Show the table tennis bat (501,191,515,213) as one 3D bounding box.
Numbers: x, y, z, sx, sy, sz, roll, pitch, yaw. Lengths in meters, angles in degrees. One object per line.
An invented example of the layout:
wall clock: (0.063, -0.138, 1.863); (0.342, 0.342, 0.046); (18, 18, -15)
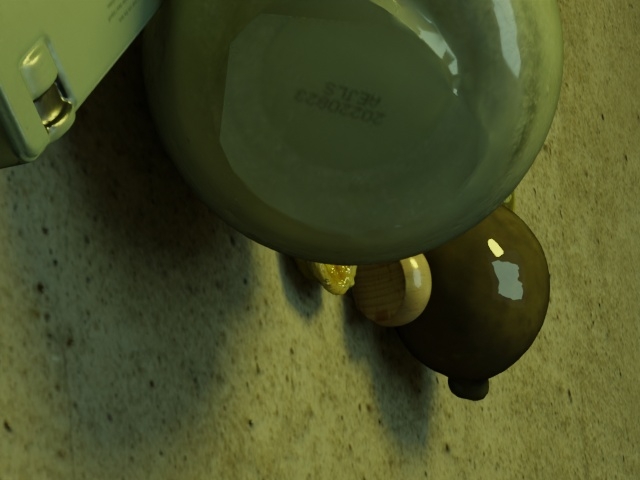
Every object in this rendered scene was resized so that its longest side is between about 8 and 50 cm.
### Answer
table tennis bat: (0.175, -0.040, 2.028); (0.224, 0.054, 0.369); (33, 48, -58)

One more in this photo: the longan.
longan: (0.146, 0.059, 1.798); (0.185, 0.159, 0.204); (-51, 141, -71)

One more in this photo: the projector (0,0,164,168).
projector: (-0.208, -0.175, 1.171); (0.192, 0.099, 0.257); (67, 26, -25)

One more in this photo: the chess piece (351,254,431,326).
chess piece: (0.066, 0.039, 1.716); (0.038, 0.083, 0.084); (-1, 81, -44)

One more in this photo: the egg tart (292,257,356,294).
egg tart: (0.000, 0.000, 1.636); (0.105, 0.039, 0.105); (-10, 90, -66)

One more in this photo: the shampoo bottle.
shampoo bottle: (0.024, -0.140, 1.381); (0.317, 0.322, 0.322); (-91, 168, -83)
